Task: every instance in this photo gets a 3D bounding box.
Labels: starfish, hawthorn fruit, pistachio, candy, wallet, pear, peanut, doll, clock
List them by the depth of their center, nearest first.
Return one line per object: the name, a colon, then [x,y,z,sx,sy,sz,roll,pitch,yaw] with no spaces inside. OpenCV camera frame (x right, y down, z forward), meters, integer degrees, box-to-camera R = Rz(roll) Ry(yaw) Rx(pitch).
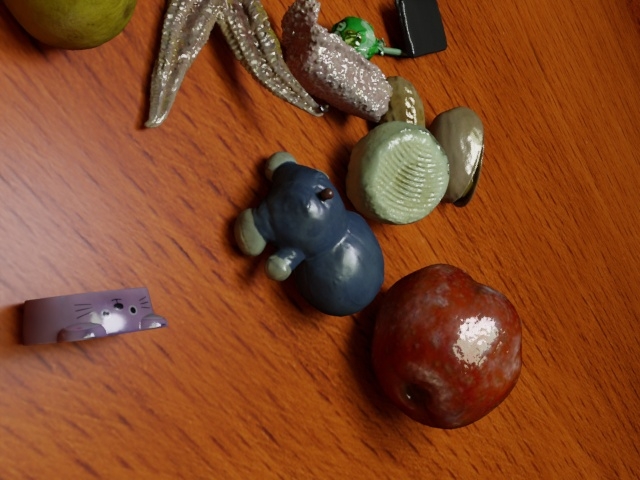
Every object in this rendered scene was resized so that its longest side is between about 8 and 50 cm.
clock: [-0.254,0.084,0.843,0.152,0.110,0.050,-4,86,-51]
pear: [-0.287,-0.300,0.863,0.148,0.162,0.149,20,67,-59]
starfish: [-0.136,-0.361,1.071,0.398,0.132,0.384,-8,83,-46]
doll: [0.000,0.000,1.158,0.258,0.153,0.228,56,40,-35]
hawthorn fruit: [0.215,0.184,1.286,0.284,0.284,0.285,15,69,-48]
peanut: [0.163,-0.206,1.427,0.108,0.095,0.226,-32,109,-67]
candy: [0.113,-0.376,1.439,0.323,0.097,0.097,-16,94,-59]
pistachio: [0.283,-0.174,1.540,0.129,0.131,0.206,4,82,-41]
wallet: [0.224,-0.462,1.591,0.244,0.025,0.124,-34,110,-60]

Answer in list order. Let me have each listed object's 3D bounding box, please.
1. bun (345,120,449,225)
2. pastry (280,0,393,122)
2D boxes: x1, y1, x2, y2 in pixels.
bun: [0.134,-0.123,1.330,0.195,0.118,0.196,-8,109,-24]
pastry: [0.024,-0.289,1.264,0.265,0.102,0.112,39,65,-35]
